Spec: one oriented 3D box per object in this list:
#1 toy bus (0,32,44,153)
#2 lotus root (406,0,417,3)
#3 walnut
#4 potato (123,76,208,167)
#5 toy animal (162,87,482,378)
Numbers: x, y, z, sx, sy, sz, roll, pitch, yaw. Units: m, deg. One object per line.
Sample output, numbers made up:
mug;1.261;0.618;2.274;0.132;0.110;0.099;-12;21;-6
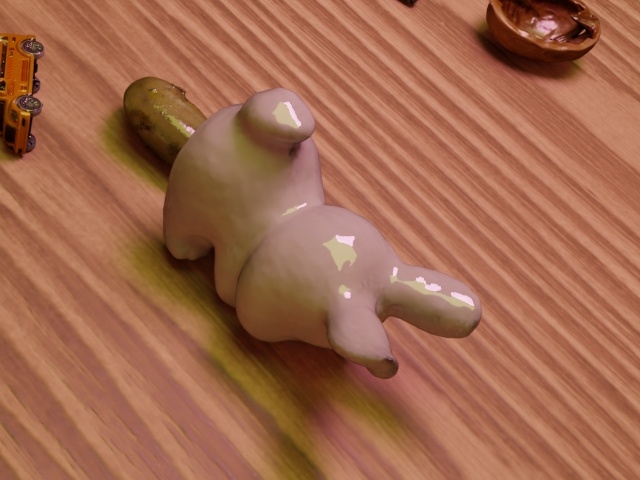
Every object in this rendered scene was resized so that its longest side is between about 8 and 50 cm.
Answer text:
toy bus;-0.381;-0.183;1.238;0.074;0.070;0.162;6;47;-19
lotus root;0.158;-0.483;1.750;0.088;0.088;0.165;19;55;-7
walnut;0.369;-0.365;1.730;0.211;0.087;0.167;7;55;-16
potato;-0.182;-0.138;1.280;0.188;0.085;0.105;42;25;10
toy animal;-0.005;0.004;1.117;0.196;0.241;0.367;-25;64;-36
